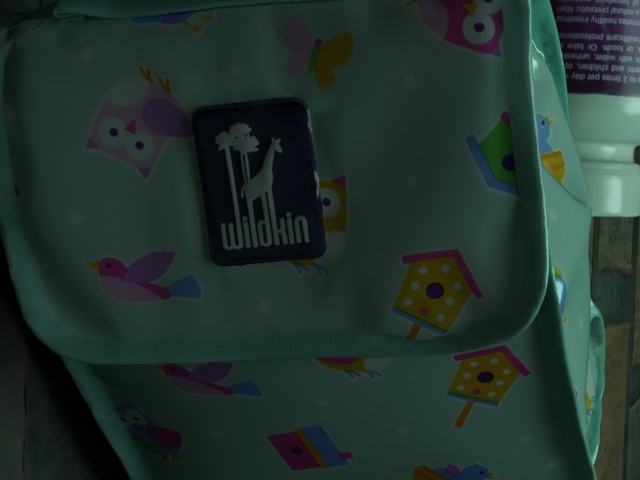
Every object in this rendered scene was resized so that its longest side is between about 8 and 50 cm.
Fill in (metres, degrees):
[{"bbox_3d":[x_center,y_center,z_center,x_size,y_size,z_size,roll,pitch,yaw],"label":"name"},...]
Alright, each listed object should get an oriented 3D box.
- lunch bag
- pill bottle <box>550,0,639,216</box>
[{"bbox_3d":[0.000,0.000,0.624,0.262,0.223,0.160,71,22,-44],"label":"lunch bag"},{"bbox_3d":[0.213,-0.171,1.258,0.169,0.169,0.301,-2,94,-70],"label":"pill bottle"}]
